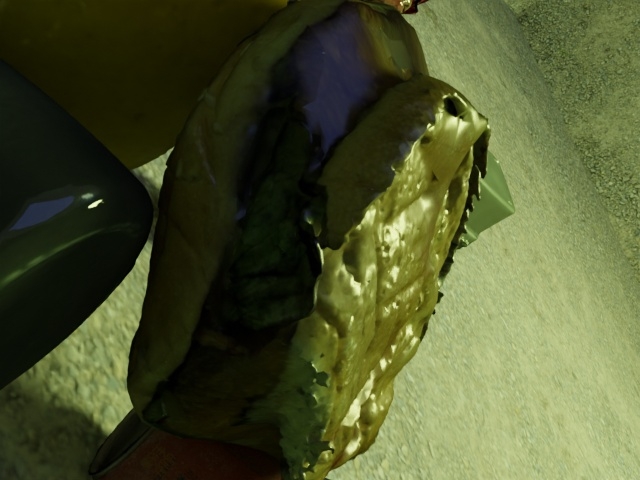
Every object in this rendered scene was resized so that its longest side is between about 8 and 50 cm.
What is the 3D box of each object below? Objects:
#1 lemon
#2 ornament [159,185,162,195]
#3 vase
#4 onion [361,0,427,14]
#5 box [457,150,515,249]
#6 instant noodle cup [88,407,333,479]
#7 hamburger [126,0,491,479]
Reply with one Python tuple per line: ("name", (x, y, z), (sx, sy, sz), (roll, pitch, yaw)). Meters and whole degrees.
("lemon", (-0.169, -0.248, 0.607), (0.364, 0.364, 0.364), (45, 27, -31))
("ornament", (-0.078, -0.003, 0.828), (0.156, 0.081, 0.075), (57, 27, -18))
("vase", (-0.244, -0.074, 0.441), (0.321, 0.173, 0.173), (47, 22, 8))
("onion", (0.107, -0.473, 1.532), (0.280, 0.221, 0.281), (17, 34, -11))
("box", (0.188, -0.091, 1.394), (0.210, 0.129, 0.148), (36, 34, -45))
("instant noodle cup", (-0.072, 0.163, 0.608), (0.136, 0.127, 0.127), (45, 26, -11))
("hamburger", (-0.001, 0.001, 0.554), (0.134, 0.285, 0.265), (23, 15, 15))
